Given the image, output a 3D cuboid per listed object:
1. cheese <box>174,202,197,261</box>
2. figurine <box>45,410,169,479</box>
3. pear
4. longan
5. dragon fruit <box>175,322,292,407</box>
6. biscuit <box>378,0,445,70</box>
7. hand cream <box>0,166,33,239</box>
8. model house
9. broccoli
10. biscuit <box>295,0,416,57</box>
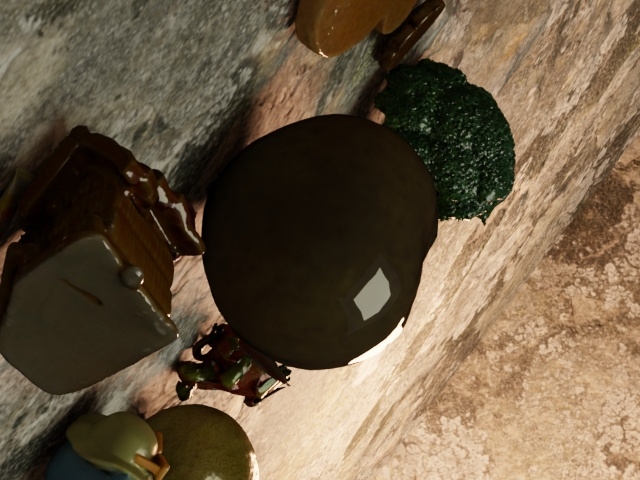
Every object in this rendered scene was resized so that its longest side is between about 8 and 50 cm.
[{"bbox_3d":[-0.183,-0.013,1.840,0.095,0.038,0.145,-51,157,-17],"label":"cheese"},{"bbox_3d":[-0.305,0.327,2.014,0.262,0.154,0.180,-44,178,26],"label":"figurine"},{"bbox_3d":[-0.187,0.329,2.206,0.228,0.188,0.211,-55,162,26],"label":"pear"},{"bbox_3d":[0.000,0.000,1.927,0.319,0.319,0.319,-48,162,-22],"label":"longan"},{"bbox_3d":[-0.128,0.176,2.236,0.175,0.142,0.138,-21,-165,-8],"label":"dragon fruit"},{"bbox_3d":[0.122,-0.284,2.115,0.124,0.026,0.175,-49,178,0],"label":"biscuit"},{"bbox_3d":[-0.309,-0.023,1.514,0.102,0.022,0.035,-60,159,0],"label":"hand cream"},{"bbox_3d":[-0.228,0.003,1.557,0.199,0.219,0.229,53,26,-39],"label":"model house"},{"bbox_3d":[0.159,-0.132,2.282,0.245,0.265,0.294,-23,161,15],"label":"broccoli"},{"bbox_3d":[0.086,-0.351,1.908,0.355,0.052,0.275,-41,159,-35],"label":"biscuit"}]
